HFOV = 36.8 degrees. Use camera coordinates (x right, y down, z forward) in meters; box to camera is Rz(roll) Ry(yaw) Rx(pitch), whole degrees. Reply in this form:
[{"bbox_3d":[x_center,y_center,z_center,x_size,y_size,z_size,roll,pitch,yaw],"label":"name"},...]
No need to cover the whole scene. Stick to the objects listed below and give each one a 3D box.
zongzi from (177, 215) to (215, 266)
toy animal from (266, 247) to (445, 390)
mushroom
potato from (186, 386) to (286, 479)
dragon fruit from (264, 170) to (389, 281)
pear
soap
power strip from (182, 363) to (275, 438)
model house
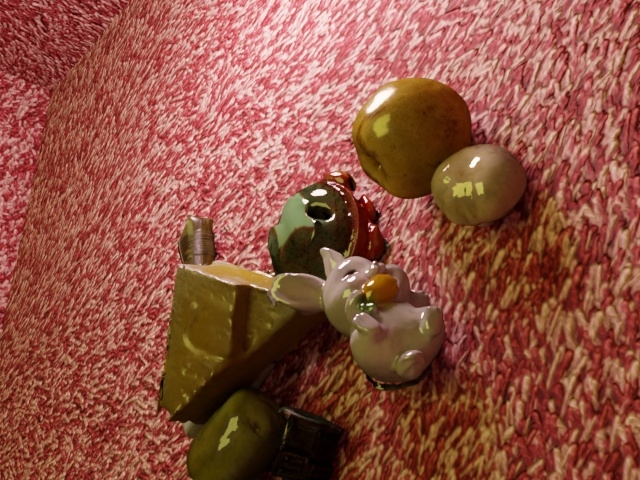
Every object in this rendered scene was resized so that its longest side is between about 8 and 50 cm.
[{"bbox_3d":[-0.312,0.060,2.337,0.184,0.084,0.187,131,142,-53],"label":"zongzi"},{"bbox_3d":[0.073,0.118,1.577,0.325,0.208,0.154,19,126,40],"label":"toy animal"},{"bbox_3d":[0.252,-0.080,1.518,0.154,0.122,0.154,-15,34,11],"label":"mushroom"},{"bbox_3d":[-0.160,0.386,1.823,0.228,0.148,0.197,-54,20,8],"label":"potato"},{"bbox_3d":[0.000,0.000,1.846,0.268,0.130,0.295,-64,32,17],"label":"dragon fruit"},{"bbox_3d":[0.161,-0.180,1.639,0.209,0.209,0.209,-34,45,43],"label":"pear"},{"bbox_3d":[-0.141,0.231,1.793,0.304,0.169,0.339,16,101,37],"label":"soap"},{"bbox_3d":[-0.153,0.257,1.950,0.385,0.091,0.062,-55,35,21],"label":"power strip"},{"bbox_3d":[-0.040,0.373,1.668,0.106,0.165,0.152,8,79,41],"label":"model house"}]
